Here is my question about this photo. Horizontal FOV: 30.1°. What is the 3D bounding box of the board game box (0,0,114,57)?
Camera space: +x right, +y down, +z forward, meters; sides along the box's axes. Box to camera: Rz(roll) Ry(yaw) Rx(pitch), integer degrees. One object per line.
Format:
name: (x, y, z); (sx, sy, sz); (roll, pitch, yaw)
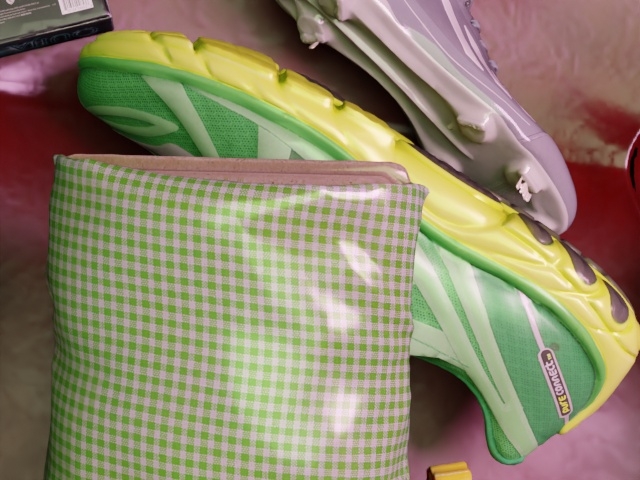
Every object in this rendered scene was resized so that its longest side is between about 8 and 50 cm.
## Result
board game box: (-0.208, -0.142, 0.581); (0.186, 0.026, 0.126); (-15, 85, -9)

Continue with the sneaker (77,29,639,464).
sneaker: (0.000, 0.000, 0.546); (0.295, 0.109, 0.123); (33, 96, 8)

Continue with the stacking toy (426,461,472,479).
stacking toy: (0.135, 0.195, 0.552); (0.167, 0.052, 0.221); (-6, 111, -6)

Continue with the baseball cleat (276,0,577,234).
baseball cleat: (0.068, -0.097, 0.592); (0.206, 0.072, 0.109); (45, 59, -13)

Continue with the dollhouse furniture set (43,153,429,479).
dollhouse furniture set: (-0.113, 0.072, 0.449); (0.302, 0.151, 0.197); (1, 100, 6)
